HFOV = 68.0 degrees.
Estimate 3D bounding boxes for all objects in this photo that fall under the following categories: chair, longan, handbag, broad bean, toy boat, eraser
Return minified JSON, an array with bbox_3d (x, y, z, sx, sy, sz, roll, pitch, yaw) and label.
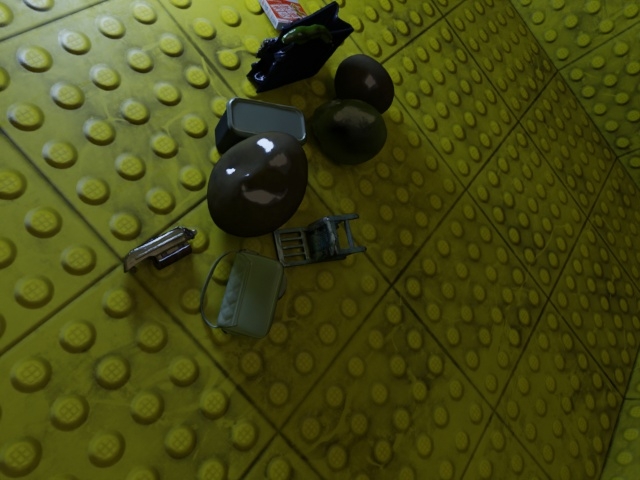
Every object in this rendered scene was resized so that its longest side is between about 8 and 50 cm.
[{"bbox_3d":[0.000,0.000,1.575,0.270,0.147,0.136,-5,78,-34],"label":"chair"},{"bbox_3d":[-0.179,-0.162,1.408,0.288,0.288,0.350,39,98,-16],"label":"longan"},{"bbox_3d":[-0.231,0.151,1.383,0.219,0.079,0.256,15,87,1],"label":"handbag"},{"bbox_3d":[-0.081,-0.657,1.634,0.329,0.303,0.122,-34,94,-33],"label":"handbag"},{"bbox_3d":[0.103,-0.399,1.743,0.291,0.119,0.238,14,105,-15],"label":"broad bean"},{"bbox_3d":[-0.034,-0.628,1.447,0.195,0.046,0.061,-13,104,-37],"label":"broad bean"},{"bbox_3d":[0.165,-0.595,1.819,0.246,0.215,0.246,42,40,-51],"label":"longan"},{"bbox_3d":[-0.446,0.032,1.335,0.226,0.068,0.088,-34,100,-35],"label":"toy boat"},{"bbox_3d":[-0.130,-0.851,1.770,0.157,0.038,0.230,-5,54,-31],"label":"eraser"}]

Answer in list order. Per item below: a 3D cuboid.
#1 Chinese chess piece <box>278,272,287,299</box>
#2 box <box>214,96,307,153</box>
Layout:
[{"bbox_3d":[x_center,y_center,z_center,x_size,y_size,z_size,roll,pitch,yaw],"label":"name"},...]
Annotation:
[{"bbox_3d":[-0.174,0.130,1.478,0.144,0.058,0.144,10,71,-30],"label":"Chinese chess piece"},{"bbox_3d":[-0.198,-0.354,1.541,0.274,0.178,0.138,3,74,-31],"label":"box"}]
